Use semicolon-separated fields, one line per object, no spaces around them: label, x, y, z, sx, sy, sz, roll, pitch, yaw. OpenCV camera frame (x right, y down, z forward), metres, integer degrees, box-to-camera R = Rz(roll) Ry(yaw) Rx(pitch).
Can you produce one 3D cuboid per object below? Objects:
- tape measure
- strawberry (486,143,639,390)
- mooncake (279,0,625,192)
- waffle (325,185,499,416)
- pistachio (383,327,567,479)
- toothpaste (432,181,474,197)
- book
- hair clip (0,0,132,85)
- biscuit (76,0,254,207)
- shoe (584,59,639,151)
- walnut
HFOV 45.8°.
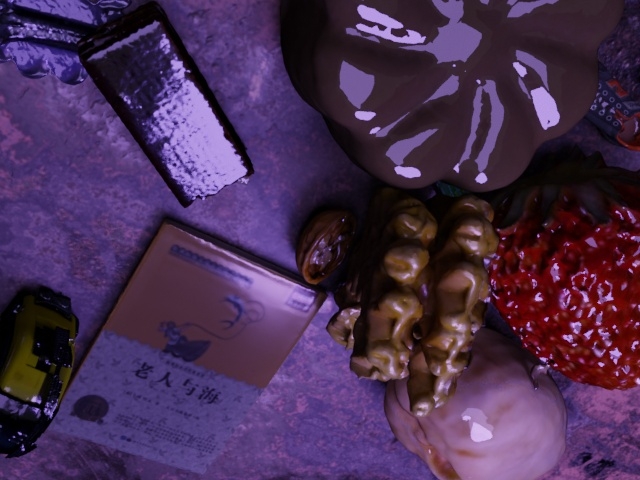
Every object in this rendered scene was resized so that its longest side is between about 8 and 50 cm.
tape measure;-0.399;0.177;0.985;0.112;0.186;0.199;30;108;-33
strawberry;0.347;0.065;1.025;0.292;0.292;0.343;-15;107;-4
mooncake;0.144;-0.237;0.856;0.378;0.201;0.378;-3;109;-9
waffle;0.109;0.063;0.956;0.151;0.324;0.261;18;88;-8
pistachio;0.238;0.255;1.148;0.321;0.229;0.238;27;76;-32
toothpaste;0.154;-0.124;1.033;0.043;0.037;0.178;-31;119;0
book;-0.199;0.174;1.115;0.269;0.032;0.389;25;110;-24
hair clip;-0.297;-0.238;0.870;0.195;0.052;0.124;4;122;-20
biscuit;-0.177;-0.153;0.909;0.106;0.070;0.252;-28;128;3
shoe;0.386;-0.187;1.026;0.194;0.077;0.074;33;107;-25
walnut;0.000;0.000;1.050;0.091;0.052;0.121;-6;128;-53
